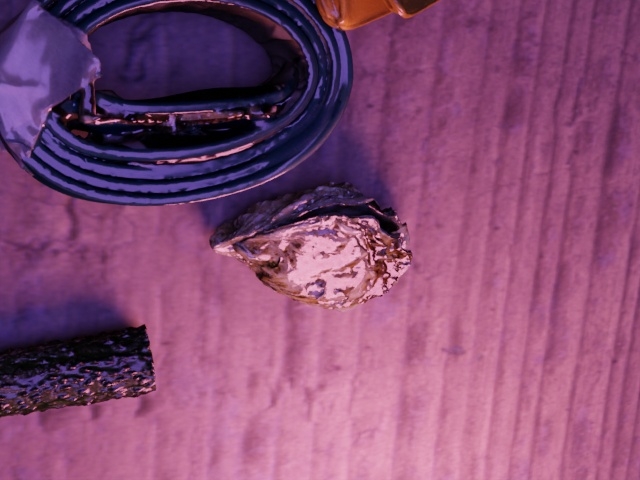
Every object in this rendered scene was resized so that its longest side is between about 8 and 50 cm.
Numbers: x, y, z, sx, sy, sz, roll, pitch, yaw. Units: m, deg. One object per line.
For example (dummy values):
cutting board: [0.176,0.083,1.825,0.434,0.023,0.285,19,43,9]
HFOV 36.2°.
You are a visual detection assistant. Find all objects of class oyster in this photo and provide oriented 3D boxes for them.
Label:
oyster: [0.000,0.000,1.360,0.267,0.112,0.198,28,113,-31]

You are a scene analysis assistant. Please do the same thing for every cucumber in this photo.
cucumber: [-0.392,0.187,1.262,0.359,0.096,0.096,-10,106,-15]

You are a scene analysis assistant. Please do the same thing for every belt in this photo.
belt: [-0.185,-0.198,1.202,0.436,0.173,0.300,-11,97,-21]

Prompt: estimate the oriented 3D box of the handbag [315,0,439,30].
handbag: [0.128,-0.449,1.207,0.401,0.133,0.283,-35,109,-37]
